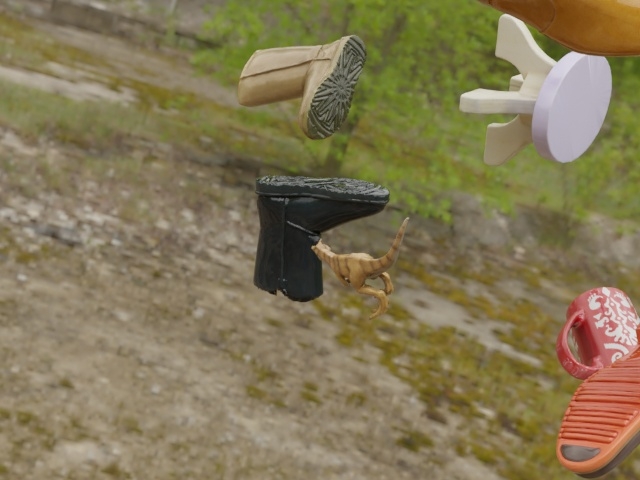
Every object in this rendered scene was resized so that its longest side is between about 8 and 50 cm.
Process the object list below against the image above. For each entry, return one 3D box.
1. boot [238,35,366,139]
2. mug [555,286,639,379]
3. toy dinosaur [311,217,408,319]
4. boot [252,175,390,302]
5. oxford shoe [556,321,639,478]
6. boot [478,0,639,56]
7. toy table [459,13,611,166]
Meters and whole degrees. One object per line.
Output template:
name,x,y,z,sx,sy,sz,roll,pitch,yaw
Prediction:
boot,-0.056,-0.278,2.151,0.269,0.236,0.089,-1,-39,44
mug,0.386,0.141,1.517,0.150,0.113,0.169,45,24,-36
toy dinosaur,0.055,0.036,1.400,0.211,0.064,0.112,-2,-49,55
boot,0.000,0.000,1.938,0.246,0.207,0.094,4,16,18
oxford shoe,0.330,0.157,1.118,0.271,0.098,0.097,-38,23,-32
boot,0.270,-0.297,1.323,0.295,0.104,0.211,20,3,19
toy table,0.352,-0.232,1.856,0.161,0.252,0.274,16,12,31
